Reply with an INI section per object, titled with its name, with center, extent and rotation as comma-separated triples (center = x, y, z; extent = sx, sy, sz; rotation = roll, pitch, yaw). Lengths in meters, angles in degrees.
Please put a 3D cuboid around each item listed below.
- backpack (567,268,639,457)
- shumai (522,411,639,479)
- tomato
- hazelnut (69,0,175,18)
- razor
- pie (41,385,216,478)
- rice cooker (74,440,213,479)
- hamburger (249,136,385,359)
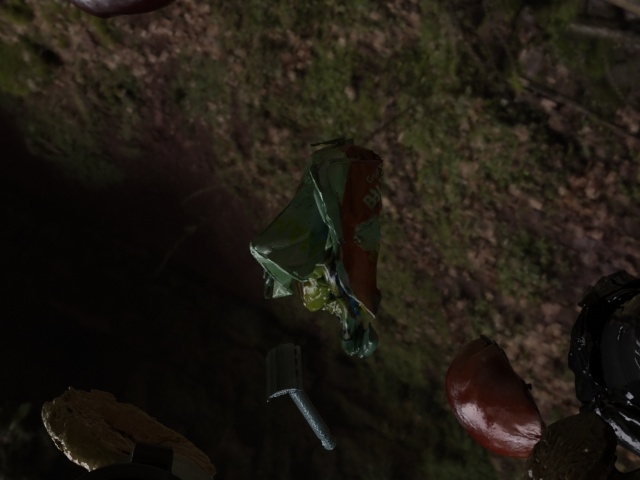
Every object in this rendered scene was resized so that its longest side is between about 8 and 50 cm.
[backpack]
center = 0.459, 0.146, 0.998
extent = 0.363, 0.255, 0.446
rotation = 26, 172, 13
[shumai]
center = 0.289, 0.276, 1.027
extent = 0.105, 0.139, 0.123
rotation = 54, 164, -14
[tomato]
center = 0.261, 0.253, 1.375
extent = 0.199, 0.112, 0.228
rotation = 60, 180, 2
[hazelnut]
center = -0.278, -0.408, 1.223
extent = 0.229, 0.229, 0.229
rotation = 27, 178, 1
[razor]
center = -0.027, 0.297, 1.609
extent = 0.106, 0.068, 0.232
rotation = -94, -18, -51
[pie]
center = -0.332, 0.361, 1.603
extent = 0.339, 0.083, 0.339
rotation = 32, 179, 1
[rice cooker]
center = -0.231, 0.396, 1.163
extent = 0.241, 0.281, 0.227
rotation = 12, 176, 3
[hamburger]
center = -0.004, 0.007, 1.101
extent = 0.150, 0.276, 0.260
rotation = 0, -155, 0
